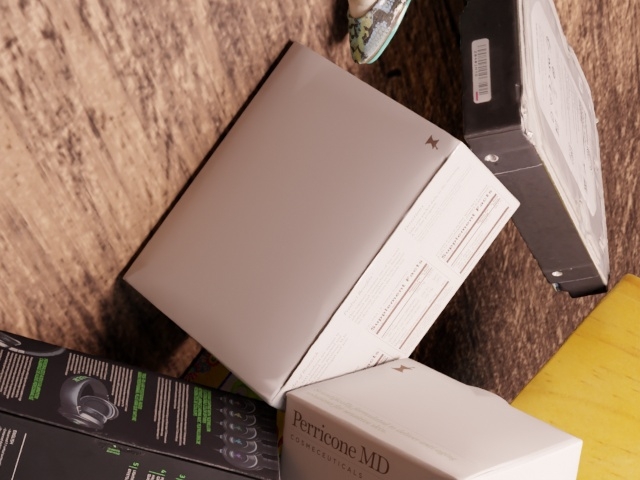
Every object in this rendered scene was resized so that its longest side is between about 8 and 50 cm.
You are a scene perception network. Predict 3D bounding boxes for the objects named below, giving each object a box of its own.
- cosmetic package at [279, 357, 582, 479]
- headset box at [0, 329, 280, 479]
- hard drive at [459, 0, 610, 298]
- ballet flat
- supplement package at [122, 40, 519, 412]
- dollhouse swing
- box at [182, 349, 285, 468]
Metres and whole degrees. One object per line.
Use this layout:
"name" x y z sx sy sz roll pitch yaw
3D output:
"cosmetic package" 0.070 0.305 1.139 0.155 0.197 0.365 -11 112 -43
"headset box" -0.184 0.230 1.126 0.283 0.131 0.246 16 111 -10
"hard drive" 0.213 -0.117 1.361 0.339 0.064 0.237 51 35 -54
"ballet flat" 0.060 -0.246 1.213 0.070 0.070 0.188 21 100 -54
"supplement package" 0.000 0.000 1.211 0.262 0.204 0.145 -54 146 -1
"dollhouse swing" 0.283 0.272 1.410 0.347 0.315 0.305 -44 145 -24
"box" -0.013 0.227 1.407 0.279 0.177 0.290 -52 145 -2
